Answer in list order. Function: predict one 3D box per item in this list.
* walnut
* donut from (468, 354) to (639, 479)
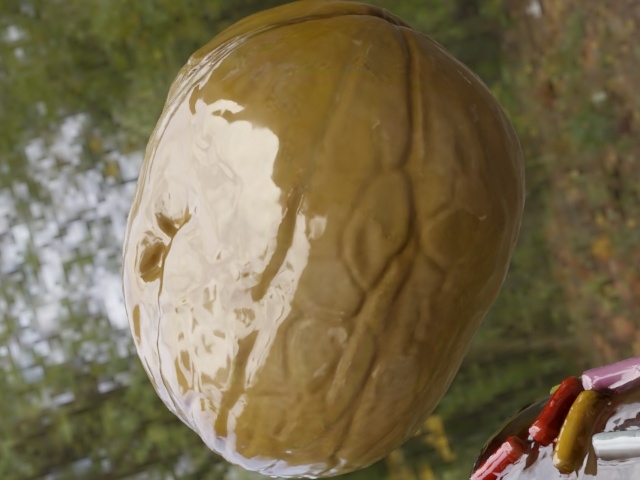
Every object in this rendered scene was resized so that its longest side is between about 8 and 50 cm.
[{"bbox_3d":[0.000,0.000,0.865,0.193,0.193,0.225,-100,24,-80],"label":"walnut"},{"bbox_3d":[0.201,0.086,0.667,0.259,0.345,0.136,19,-125,-75],"label":"donut"}]
